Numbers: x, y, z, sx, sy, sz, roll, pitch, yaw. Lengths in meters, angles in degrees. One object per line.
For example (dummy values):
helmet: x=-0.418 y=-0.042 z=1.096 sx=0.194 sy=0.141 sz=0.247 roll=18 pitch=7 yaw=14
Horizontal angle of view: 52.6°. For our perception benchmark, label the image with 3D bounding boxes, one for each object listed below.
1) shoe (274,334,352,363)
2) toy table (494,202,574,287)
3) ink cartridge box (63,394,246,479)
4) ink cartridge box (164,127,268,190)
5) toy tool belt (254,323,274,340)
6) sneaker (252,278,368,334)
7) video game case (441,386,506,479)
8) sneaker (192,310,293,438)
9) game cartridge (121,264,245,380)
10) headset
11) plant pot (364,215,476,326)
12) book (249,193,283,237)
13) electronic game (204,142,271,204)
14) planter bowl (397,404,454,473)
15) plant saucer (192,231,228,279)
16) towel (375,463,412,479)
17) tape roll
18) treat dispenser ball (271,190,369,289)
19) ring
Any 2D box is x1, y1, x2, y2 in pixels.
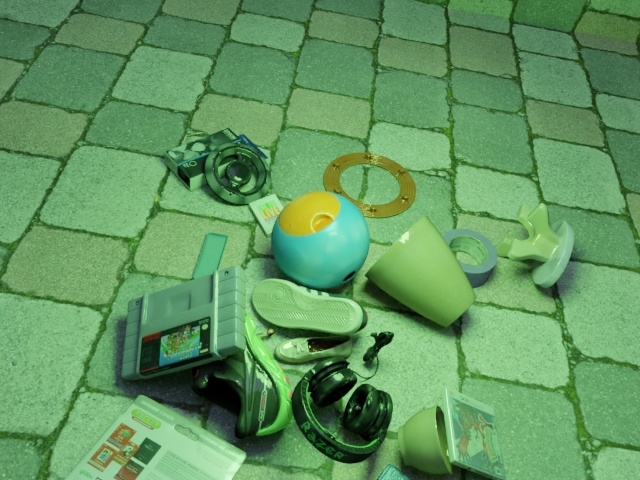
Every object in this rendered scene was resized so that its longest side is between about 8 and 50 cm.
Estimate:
shoe: x=-0.017 y=0.289 z=1.777 sx=0.219 sy=0.058 sz=0.077 roll=-2 pitch=48 yaw=-12
toy table: x=0.687 y=0.005 z=2.062 sx=0.161 sy=0.252 sz=0.274 roll=31 pitch=36 yaw=-3
ink cartridge box: x=-0.360 y=0.538 z=1.437 sx=0.309 sy=0.130 sz=0.272 roll=26 pitch=47 yaw=13
ink cartridge box: x=-0.357 y=-0.299 z=2.257 sx=0.332 sy=0.065 sz=0.165 roll=-28 pitch=58 yaw=-32
toy tool belt: x=-0.174 y=0.252 z=1.789 sx=0.083 sy=0.052 sz=0.051 roll=-22 pitch=64 yaw=-28
sneaker: x=-0.026 y=0.197 z=1.835 sx=0.350 sy=0.148 sz=0.131 roll=14 pitch=88 yaw=27
video game case: x=0.386 y=0.488 z=1.635 sx=0.183 sy=0.023 sz=0.201 roll=28 pitch=41 yaw=-26
sneaker: x=-0.254 y=0.292 z=1.651 sx=0.202 sy=0.185 sz=0.483 roll=-24 pitch=52 yaw=-26
game cartridge: x=-0.348 y=0.214 z=1.635 sx=0.355 sy=0.068 sz=0.230 roll=-19 pitch=52 yaw=22
headset: x=0.086 y=0.369 z=1.609 sx=0.243 sy=0.185 sz=0.394 roll=39 pitch=28 yaw=3
plant pot: x=0.316 y=0.111 z=1.901 sx=0.274 sy=0.256 sz=0.256 roll=45 pitch=54 yaw=8
book: x=-0.162 y=-0.079 z=2.113 sx=0.096 sy=0.035 sz=0.144 roll=-20 pitch=55 yaw=-21
electronic game: x=-0.276 y=-0.224 z=2.171 sx=0.229 sy=0.048 sz=0.229 roll=8 pitch=66 yaw=-19
planter bowl: x=0.253 y=0.494 z=1.585 sx=0.109 sy=0.162 sz=0.162 roll=-15 pitch=45 yaw=17
plant saucer: x=-0.332 y=0.051 z=1.968 sx=0.067 sy=0.018 sz=0.192 roll=10 pitch=46 yaw=-1
towel: x=0.195 y=0.595 z=1.554 sx=0.119 sy=0.029 sz=0.067 roll=33 pitch=51 yaw=21
tape roll: x=0.460 y=0.056 z=2.067 sx=0.189 sy=0.080 sz=0.189 roll=6 pitch=46 yaw=-6
treat dispenser ball: x=0.000 y=0.000 z=1.891 sx=0.288 sy=0.288 sz=0.288 roll=5 pitch=47 yaw=-6
ring: x=0.177 y=-0.208 z=2.292 sx=0.336 sy=0.032 sz=0.337 roll=5 pitch=48 yaw=-6
